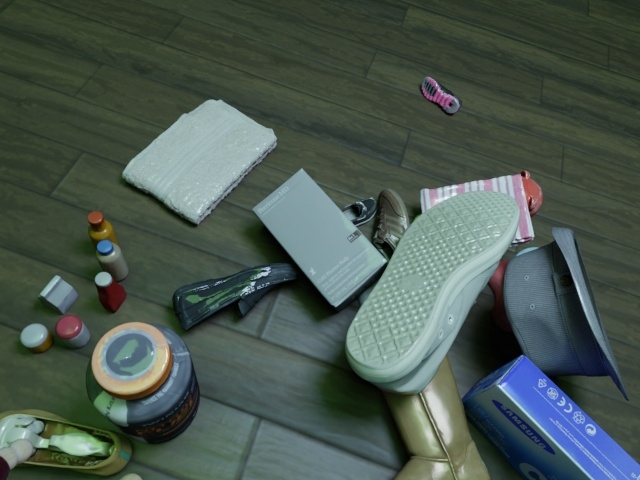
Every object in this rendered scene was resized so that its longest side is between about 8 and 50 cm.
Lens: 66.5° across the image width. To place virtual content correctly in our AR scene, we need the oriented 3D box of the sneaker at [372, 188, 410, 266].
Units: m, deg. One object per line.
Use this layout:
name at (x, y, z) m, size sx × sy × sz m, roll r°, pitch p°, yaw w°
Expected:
sneaker at (0.135, -0.022, 0.962) m, size 0.071 × 0.066 × 0.188 m, roll -6°, pitch 61°, yaw -16°

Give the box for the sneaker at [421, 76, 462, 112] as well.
sneaker at (0.303, -0.363, 1.211) m, size 0.119 × 0.047 × 0.057 m, roll 47°, pitch 47°, yaw 14°

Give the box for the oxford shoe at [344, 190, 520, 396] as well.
oxford shoe at (0.196, 0.071, 0.810) m, size 0.169 × 0.130 × 0.449 m, roll 14°, pitch 50°, yaw 38°

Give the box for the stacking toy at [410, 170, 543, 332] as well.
stacking toy at (0.335, 0.013, 0.941) m, size 0.280 × 0.130 × 0.308 m, roll -4°, pitch 61°, yaw -13°

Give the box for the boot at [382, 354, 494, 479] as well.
boot at (0.128, 0.292, 0.775) m, size 0.236 × 0.089 × 0.269 m, roll -8°, pitch 59°, yaw -18°

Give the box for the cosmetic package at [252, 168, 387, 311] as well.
cosmetic package at (0.000, 0.000, 0.890) m, size 0.127 × 0.107 × 0.238 m, roll -42°, pitch 75°, yaw -3°

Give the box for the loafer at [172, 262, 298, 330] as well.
loafer at (-0.140, 0.095, 0.848) m, size 0.223 × 0.076 × 0.078 m, roll -15°, pitch 78°, yaw -19°

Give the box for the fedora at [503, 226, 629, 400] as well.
fedora at (0.370, 0.117, 0.768) m, size 0.124 × 0.244 × 0.275 m, roll -19°, pitch 65°, yaw 28°

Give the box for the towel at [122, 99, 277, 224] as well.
towel at (-0.235, -0.173, 0.998) m, size 0.187 × 0.049 × 0.282 m, roll 32°, pitch 60°, yaw 10°

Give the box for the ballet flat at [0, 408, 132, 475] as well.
ballet flat at (-0.387, 0.280, 0.692) m, size 0.232 × 0.073 × 0.080 m, roll 8°, pitch 59°, yaw -5°

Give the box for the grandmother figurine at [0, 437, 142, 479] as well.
grandmother figurine at (-0.333, 0.321, 0.527) m, size 0.104 × 0.342 × 0.207 m, roll -33°, pitch 62°, yaw 9°

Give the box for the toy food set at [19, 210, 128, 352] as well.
toy food set at (-0.390, 0.073, 0.793) m, size 0.111 × 0.104 × 0.232 m, roll 25°, pitch 59°, yaw 5°

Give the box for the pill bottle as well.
pill bottle at (-0.238, 0.194, 0.667) m, size 0.131 × 0.245 × 0.130 m, roll 4°, pitch 60°, yaw -7°

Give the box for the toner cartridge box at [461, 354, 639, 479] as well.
toner cartridge box at (0.383, 0.346, 0.736) m, size 0.075 × 0.165 × 0.348 m, roll -36°, pitch 71°, yaw -26°

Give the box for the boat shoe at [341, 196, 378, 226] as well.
boat shoe at (0.071, -0.057, 0.988) m, size 0.125 × 0.038 × 0.046 m, roll -31°, pitch 62°, yaw -26°

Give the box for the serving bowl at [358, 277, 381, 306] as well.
serving bowl at (0.114, 0.104, 0.909) m, size 0.083 × 0.027 × 0.083 m, roll 5°, pitch 60°, yaw -8°

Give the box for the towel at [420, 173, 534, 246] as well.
towel at (0.293, -0.051, 0.935) m, size 0.197 × 0.029 × 0.144 m, roll -8°, pitch 65°, yaw 15°
